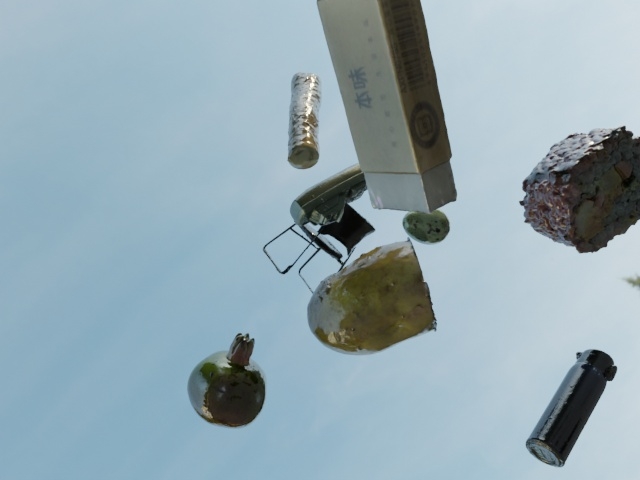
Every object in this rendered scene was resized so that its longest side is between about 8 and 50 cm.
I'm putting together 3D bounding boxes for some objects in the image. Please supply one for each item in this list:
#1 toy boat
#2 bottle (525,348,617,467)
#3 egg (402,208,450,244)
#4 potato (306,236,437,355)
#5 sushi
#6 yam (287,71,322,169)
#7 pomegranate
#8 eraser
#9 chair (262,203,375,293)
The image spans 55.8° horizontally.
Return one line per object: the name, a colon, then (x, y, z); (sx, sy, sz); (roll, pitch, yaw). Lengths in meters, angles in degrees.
toy boat: (0.055, -0.099, 1.248); (0.261, 0.078, 0.085); (-30, -110, -31)
bottle: (0.472, 0.304, 1.125); (0.244, 0.082, 0.072); (-46, -56, -29)
egg: (0.229, -0.034, 1.314); (0.110, 0.085, 0.085); (7, -85, -14)
potato: (0.097, 0.136, 1.284); (0.266, 0.229, 0.229); (-20, -68, 5)
sushi: (0.555, -0.099, 1.265); (0.270, 0.171, 0.236); (-39, -68, -14)
yam: (-0.031, -0.237, 1.159); (0.066, 0.299, 0.066); (1, -49, 1)
pomegranate: (-0.191, 0.301, 1.319); (0.180, 0.180, 0.209); (18, -81, -33)
eraser: (0.102, -0.211, 0.907); (0.078, 0.144, 0.343); (-27, -70, -30)
chair: (0.000, 0.000, 1.428); (0.221, 0.145, 0.140); (-49, -54, 6)
